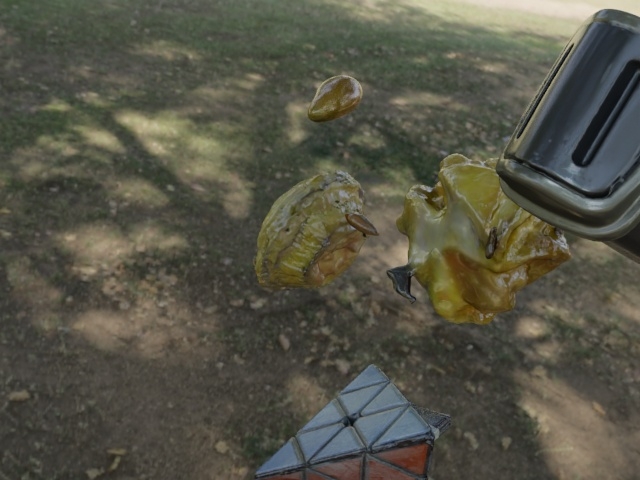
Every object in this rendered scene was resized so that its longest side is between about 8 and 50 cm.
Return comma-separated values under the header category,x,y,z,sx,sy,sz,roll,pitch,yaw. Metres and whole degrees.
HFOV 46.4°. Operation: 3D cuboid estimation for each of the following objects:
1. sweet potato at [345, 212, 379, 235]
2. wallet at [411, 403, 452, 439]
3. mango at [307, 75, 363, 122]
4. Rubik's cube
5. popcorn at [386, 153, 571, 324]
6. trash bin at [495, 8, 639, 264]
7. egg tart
category,x,y,z,sx,sy,sz,roll,pitch,yaw
sweet potato,0.085,-0.035,1.547,0.095,0.034,0.034,30,31,31
wallet,0.121,0.421,1.577,0.220,0.072,0.262,-28,14,-36
mango,0.031,-0.302,1.592,0.102,0.085,0.184,-7,20,27
Rubik's cube,0.029,0.207,0.848,0.190,0.211,0.178,5,39,0
popcorn,0.280,0.000,1.289,0.280,0.298,0.315,-11,15,-41
trash bin,0.320,-0.087,0.767,0.290,0.210,0.182,24,8,-40
egg tart,0.000,0.000,1.750,0.351,0.352,0.150,-14,47,-44
